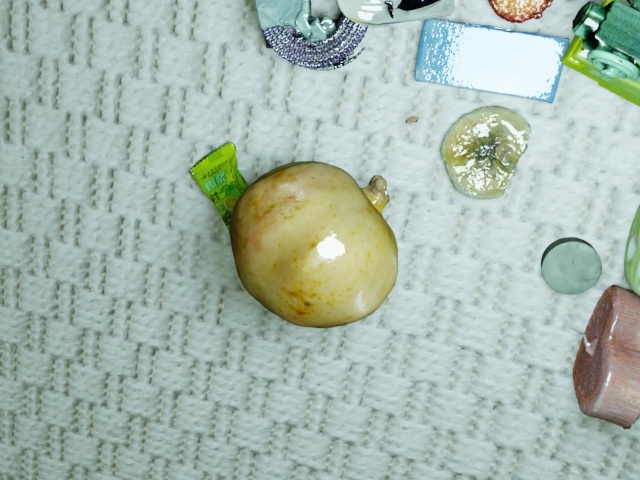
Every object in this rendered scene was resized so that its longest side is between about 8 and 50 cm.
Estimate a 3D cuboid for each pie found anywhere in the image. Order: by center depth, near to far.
[{"bbox_3d":[0.374,-0.205,1.531,0.185,0.052,0.218,20,109,11],"label":"pie"}]

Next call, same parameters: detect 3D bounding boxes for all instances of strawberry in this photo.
[{"bbox_3d":[0.422,-0.530,1.393,0.145,0.086,0.145,4,107,12],"label":"strawberry"}]

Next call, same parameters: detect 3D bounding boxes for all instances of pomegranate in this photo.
[{"bbox_3d":[0.000,0.000,1.502,0.412,0.411,0.411,4,109,11],"label":"pomegranate"}]

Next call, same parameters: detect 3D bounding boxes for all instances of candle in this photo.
[{"bbox_3d":[0.663,0.269,1.536,0.132,0.287,0.316,16,68,9],"label":"candle"}]

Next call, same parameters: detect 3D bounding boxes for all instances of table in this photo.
[{"bbox_3d":[0.595,0.060,1.574,0.134,0.043,0.133,4,109,11],"label":"table"}]

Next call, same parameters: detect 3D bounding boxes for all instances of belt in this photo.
[{"bbox_3d":[-0.010,-0.544,1.464,0.260,0.122,0.324,3,109,6],"label":"belt"}]

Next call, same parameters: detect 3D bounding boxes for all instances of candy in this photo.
[{"bbox_3d":[-0.221,-0.113,1.679,0.149,0.069,0.246,-30,99,22],"label":"candy"}]

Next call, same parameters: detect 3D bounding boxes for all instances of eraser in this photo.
[{"bbox_3d":[0.374,-0.401,1.470,0.312,0.042,0.144,11,111,9],"label":"eraser"}]

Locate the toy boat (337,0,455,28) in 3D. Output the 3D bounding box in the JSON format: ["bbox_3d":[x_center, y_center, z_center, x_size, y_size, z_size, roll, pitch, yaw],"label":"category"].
[{"bbox_3d":[0.172,-0.519,1.374,0.141,0.270,0.140,33,132,45],"label":"toy boat"}]

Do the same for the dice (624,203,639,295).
[{"bbox_3d":[0.814,0.015,1.401,0.252,0.250,0.254,13,110,7],"label":"dice"}]

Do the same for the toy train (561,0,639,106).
[{"bbox_3d":[0.687,-0.338,1.301,0.442,0.272,0.179,28,100,1],"label":"toy train"}]
